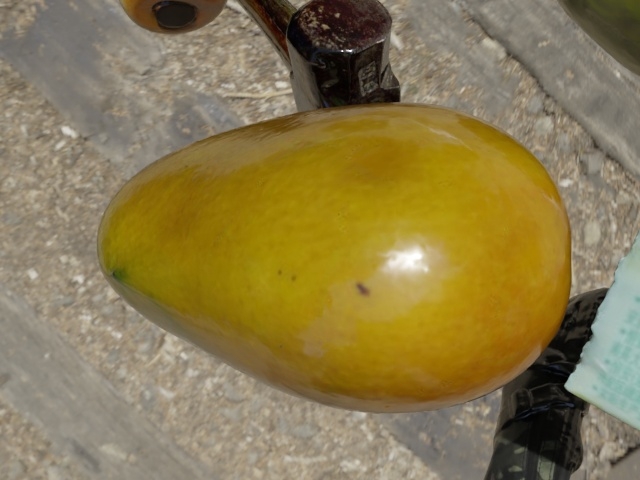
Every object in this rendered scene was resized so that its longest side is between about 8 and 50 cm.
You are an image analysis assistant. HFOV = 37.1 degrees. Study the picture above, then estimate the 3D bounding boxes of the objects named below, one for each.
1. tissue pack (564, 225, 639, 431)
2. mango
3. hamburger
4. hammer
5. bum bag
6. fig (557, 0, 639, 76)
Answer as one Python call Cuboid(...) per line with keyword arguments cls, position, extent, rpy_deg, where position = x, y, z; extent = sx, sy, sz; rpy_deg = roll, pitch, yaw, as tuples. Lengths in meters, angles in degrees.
Cuboid(cls="tissue pack", position=(0.399, 0.096, 0.633), extent=(0.388, 0.287, 0.162), rpy_deg=(29, 118, 23))
Cuboid(cls="mango", position=(0.007, 0.000, 0.475), extent=(0.254, 0.175, 0.139), rpy_deg=(13, 107, 46))
Cuboid(cls="hamburger", position=(-0.260, -0.460, 1.674), extent=(0.236, 0.237, 0.148), rpy_deg=(-14, 72, 20))
Cuboid(cls="hammer", position=(-0.062, -0.251, 1.048), extent=(0.095, 0.242, 0.409), rpy_deg=(-33, 64, -13))
Cuboid(cls="bum bag", position=(0.259, 0.187, 1.097), extent=(0.095, 0.341, 0.144), rpy_deg=(43, 139, -20))
Cuboid(cls="fig", position=(0.314, -0.250, 0.667), extent=(0.343, 0.343, 0.344), rpy_deg=(5, 109, 15))
